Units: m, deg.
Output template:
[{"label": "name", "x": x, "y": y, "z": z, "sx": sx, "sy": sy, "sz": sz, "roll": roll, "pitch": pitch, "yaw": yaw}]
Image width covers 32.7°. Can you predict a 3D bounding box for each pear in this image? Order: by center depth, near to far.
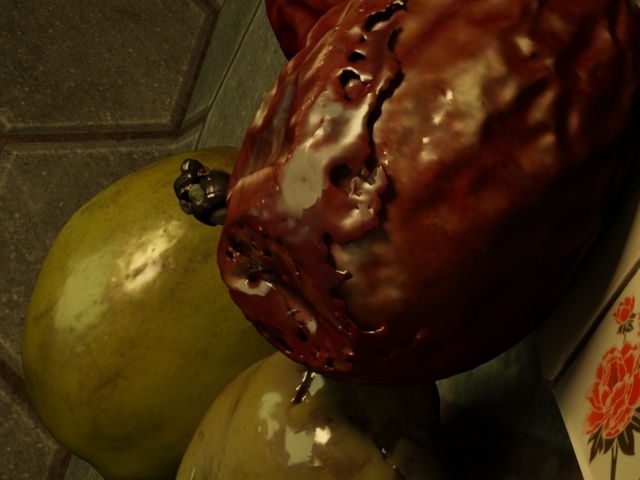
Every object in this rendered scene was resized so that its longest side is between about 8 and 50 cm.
[{"label": "pear", "x": -0.118, "y": 0.061, "z": 0.949, "sx": 0.307, "sy": 0.253, "sz": 0.253, "roll": -56, "pitch": 15, "yaw": 2}]

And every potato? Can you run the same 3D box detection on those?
[{"label": "potato", "x": -0.002, "y": 0.139, "z": 0.608, "sx": 0.200, "sy": 0.137, "sz": 0.154, "roll": -51, "pitch": 23, "yaw": 46}]

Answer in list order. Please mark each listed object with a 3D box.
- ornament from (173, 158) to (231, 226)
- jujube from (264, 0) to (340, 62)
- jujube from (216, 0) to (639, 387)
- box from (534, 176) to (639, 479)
[{"label": "ornament", "x": 0.001, "y": 0.009, "z": 0.686, "sx": 0.088, "sy": 0.203, "sz": 0.081, "roll": 147, "pitch": 135, "yaw": -63}, {"label": "jujube", "x": 0.071, "y": -0.190, "z": 0.684, "sx": 0.213, "sy": 0.213, "sz": 0.232, "roll": -88, "pitch": 24, "yaw": -54}, {"label": "jujube", "x": 0.059, "y": -0.038, "z": 0.526, "sx": 0.243, "sy": 0.183, "sz": 0.183, "roll": -45, "pitch": 3, "yaw": -27}, {"label": "box", "x": 0.139, "y": 0.056, "z": 0.436, "sx": 0.198, "sy": 0.029, "sz": 0.109, "roll": -94, "pitch": 29, "yaw": -59}]
